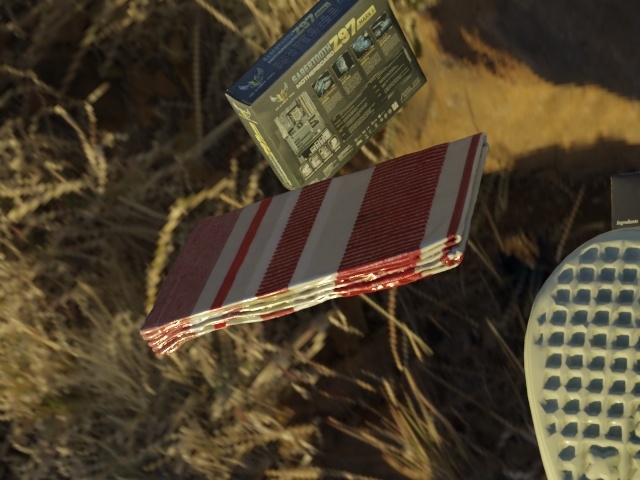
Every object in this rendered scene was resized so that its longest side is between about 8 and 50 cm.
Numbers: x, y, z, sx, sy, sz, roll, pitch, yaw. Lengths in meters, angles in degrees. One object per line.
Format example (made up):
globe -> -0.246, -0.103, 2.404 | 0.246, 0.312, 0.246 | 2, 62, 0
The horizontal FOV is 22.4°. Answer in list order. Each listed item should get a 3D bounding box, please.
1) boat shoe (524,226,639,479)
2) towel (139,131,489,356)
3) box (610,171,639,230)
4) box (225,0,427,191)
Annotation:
boat shoe -> 0.291, 0.209, 0.908 | 0.187, 0.156, 0.500 | -40, 80, 11
towel -> 0.000, 0.000, 1.567 | 0.329, 0.237, 0.037 | -17, 114, 20
box -> 0.403, 0.008, 1.803 | 0.093, 0.156, 0.158 | -6, 82, 42
box -> 0.011, -0.193, 2.028 | 0.233, 0.183, 0.059 | -46, 46, -13
